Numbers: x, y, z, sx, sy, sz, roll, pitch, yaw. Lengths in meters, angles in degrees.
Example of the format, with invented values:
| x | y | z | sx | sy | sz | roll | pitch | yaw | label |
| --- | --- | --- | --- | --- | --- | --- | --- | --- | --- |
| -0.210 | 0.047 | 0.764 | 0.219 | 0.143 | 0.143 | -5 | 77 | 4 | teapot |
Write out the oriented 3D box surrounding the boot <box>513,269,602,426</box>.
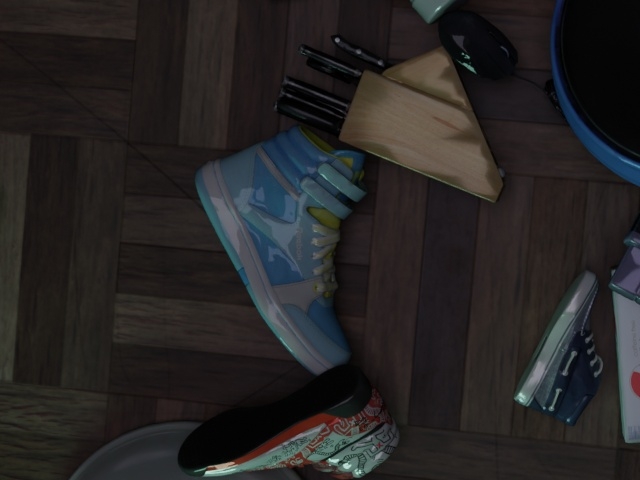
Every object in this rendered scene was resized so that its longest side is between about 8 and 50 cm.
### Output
| x | y | z | sx | sy | sz | roll | pitch | yaw | label |
| --- | --- | --- | --- | --- | --- | --- | --- | --- | --- |
| 0.320 | 0.134 | 1.937 | 0.086 | 0.069 | 0.190 | 26 | 104 | 0 | boot |

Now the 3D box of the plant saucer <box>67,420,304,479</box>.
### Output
| x | y | z | sx | sy | sz | roll | pitch | yaw | label |
| --- | --- | --- | --- | --- | --- | --- | --- | --- | --- |
| -0.182 | 0.435 | 1.993 | 0.401 | 0.100 | 0.400 | 0 | 88 | 9 | plant saucer |

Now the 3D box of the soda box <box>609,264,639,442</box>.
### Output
| x | y | z | sx | sy | sz | roll | pitch | yaw | label |
| --- | --- | --- | --- | --- | --- | --- | --- | --- | --- |
| 0.399 | 0.136 | 1.914 | 0.069 | 0.074 | 0.216 | -4 | 92 | 8 | soda box |

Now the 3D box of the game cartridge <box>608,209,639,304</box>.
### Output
| x | y | z | sx | sy | sz | roll | pitch | yaw | label |
| --- | --- | --- | --- | --- | --- | --- | --- | --- | --- |
| 0.518 | -0.050 | 1.842 | 0.230 | 0.068 | 0.355 | 28 | 85 | 8 | game cartridge |

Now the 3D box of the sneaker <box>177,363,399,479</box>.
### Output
| x | y | z | sx | sy | sz | roll | pitch | yaw | label |
| --- | --- | --- | --- | --- | --- | --- | --- | --- | --- |
| -0.034 | 0.264 | 1.956 | 0.270 | 0.090 | 0.145 | -25 | 128 | 14 | sneaker |

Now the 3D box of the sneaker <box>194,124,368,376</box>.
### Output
| x | y | z | sx | sy | sz | roll | pitch | yaw | label |
| --- | --- | --- | --- | --- | --- | --- | --- | --- | --- |
| 0.000 | 0.000 | 1.948 | 0.208 | 0.127 | 0.319 | -30 | 88 | 10 | sneaker |

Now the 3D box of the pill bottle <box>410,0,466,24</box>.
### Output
| x | y | z | sx | sy | sz | roll | pitch | yaw | label |
| --- | --- | --- | --- | --- | --- | --- | --- | --- | --- |
| 0.093 | -0.405 | 1.905 | 0.152 | 0.152 | 0.272 | -39 | 85 | 8 | pill bottle |

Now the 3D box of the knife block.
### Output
| x | y | z | sx | sy | sz | roll | pitch | yaw | label |
| --- | --- | --- | --- | --- | --- | --- | --- | --- | --- |
| 0.077 | -0.137 | 1.950 | 0.242 | 0.088 | 0.275 | -23 | 89 | 10 | knife block |

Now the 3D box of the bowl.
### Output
| x | y | z | sx | sy | sz | roll | pitch | yaw | label |
| --- | --- | --- | --- | --- | --- | --- | --- | --- | --- |
| 0.455 | -0.241 | 1.805 | 0.391 | 0.077 | 0.391 | -5 | 77 | 23 | bowl |

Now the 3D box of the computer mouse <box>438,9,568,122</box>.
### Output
| x | y | z | sx | sy | sz | roll | pitch | yaw | label |
| --- | --- | --- | --- | --- | --- | --- | --- | --- | --- |
| 0.249 | -0.210 | 1.906 | 0.242 | 0.071 | 0.041 | 30 | 136 | -13 | computer mouse |
